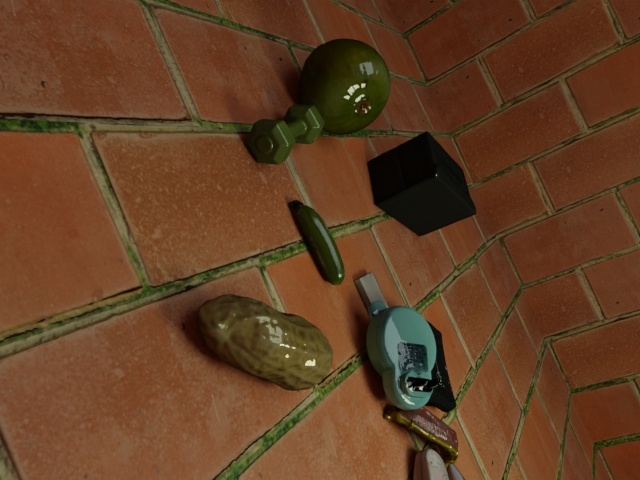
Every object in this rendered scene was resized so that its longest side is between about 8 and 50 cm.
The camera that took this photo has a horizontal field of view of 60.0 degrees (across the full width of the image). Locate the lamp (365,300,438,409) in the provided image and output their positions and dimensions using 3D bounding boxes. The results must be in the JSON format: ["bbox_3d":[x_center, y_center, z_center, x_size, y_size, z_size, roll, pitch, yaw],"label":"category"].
[{"bbox_3d":[0.218,0.304,1.471,0.209,0.147,0.284,12,44,-30],"label":"lamp"}]

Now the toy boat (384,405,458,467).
[{"bbox_3d":[0.292,0.518,1.500,0.318,0.099,0.141,45,-7,-31],"label":"toy boat"}]

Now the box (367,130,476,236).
[{"bbox_3d":[0.374,-0.197,2.044,0.345,0.251,0.204,31,43,-48],"label":"box"}]

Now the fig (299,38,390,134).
[{"bbox_3d":[0.062,-0.499,1.756,0.316,0.316,0.316,39,37,-38],"label":"fig"}]

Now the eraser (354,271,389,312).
[{"bbox_3d":[0.156,0.170,1.618,0.104,0.023,0.150,-20,85,-62],"label":"eraser"}]

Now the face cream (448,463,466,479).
[{"bbox_3d":[0.402,0.738,1.520,0.154,0.096,0.274,53,18,-19],"label":"face cream"}]

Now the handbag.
[{"bbox_3d":[0.314,0.362,1.665,0.244,0.088,0.275,37,36,-43],"label":"handbag"}]

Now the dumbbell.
[{"bbox_3d":[-0.089,-0.291,1.495,0.108,0.121,0.302,34,29,5],"label":"dumbbell"}]

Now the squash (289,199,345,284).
[{"bbox_3d":[0.000,0.000,1.451,0.252,0.066,0.066,64,28,-1],"label":"squash"}]

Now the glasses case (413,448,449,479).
[{"bbox_3d":[0.281,0.668,1.372,0.113,0.075,0.297,45,35,-34],"label":"glasses case"}]

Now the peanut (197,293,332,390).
[{"bbox_3d":[-0.098,0.193,1.064,0.325,0.140,0.153,35,22,-36],"label":"peanut"}]
